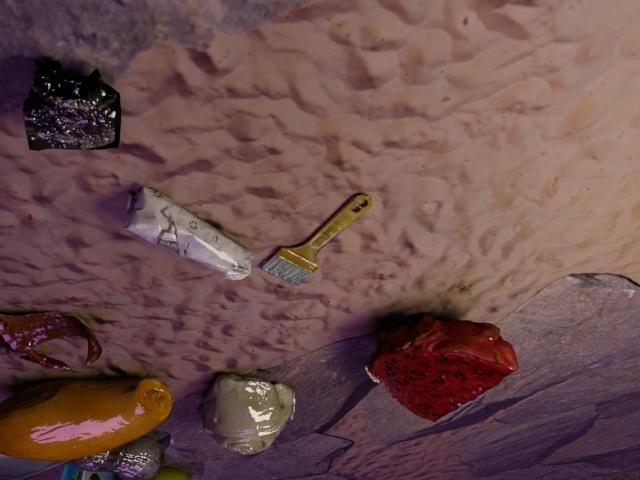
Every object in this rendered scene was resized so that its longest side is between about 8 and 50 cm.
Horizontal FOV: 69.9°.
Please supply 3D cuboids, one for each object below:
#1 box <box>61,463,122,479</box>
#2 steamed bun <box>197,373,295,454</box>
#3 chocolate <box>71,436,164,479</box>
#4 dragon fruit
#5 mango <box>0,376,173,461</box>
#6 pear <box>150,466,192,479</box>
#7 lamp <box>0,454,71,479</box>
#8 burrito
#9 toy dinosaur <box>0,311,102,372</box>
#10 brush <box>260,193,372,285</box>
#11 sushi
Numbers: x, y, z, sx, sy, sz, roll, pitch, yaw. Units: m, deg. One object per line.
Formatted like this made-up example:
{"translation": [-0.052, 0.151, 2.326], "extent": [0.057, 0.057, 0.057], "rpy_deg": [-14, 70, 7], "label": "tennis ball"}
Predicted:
{"translation": [-0.654, 0.726, 1.301], "extent": [0.073, 0.139, 0.194], "rpy_deg": [-13, 138, 4], "label": "box"}
{"translation": [-0.160, 0.400, 1.018], "extent": [0.211, 0.144, 0.218], "rpy_deg": [18, 132, -27], "label": "steamed bun"}
{"translation": [-0.502, 0.533, 1.144], "extent": [0.110, 0.110, 0.248], "rpy_deg": [-35, 132, 26], "label": "chocolate"}
{"translation": [0.208, 0.206, 0.881], "extent": [0.205, 0.152, 0.317], "rpy_deg": [22, 142, -2], "label": "dragon fruit"}
{"translation": [-0.480, 0.357, 0.924], "extent": [0.359, 0.144, 0.187], "rpy_deg": [-4, 141, -9], "label": "mango"}
{"translation": [-0.472, 0.756, 1.345], "extent": [0.187, 0.187, 0.220], "rpy_deg": [-25, 114, 18], "label": "pear"}
{"translation": [-0.779, 0.528, 1.134], "extent": [0.269, 0.047, 0.266], "rpy_deg": [-25, 135, 18], "label": "lamp"}
{"translation": [-0.177, -0.001, 0.640], "extent": [0.064, 0.064, 0.203], "rpy_deg": [-34, 131, 26], "label": "burrito"}
{"translation": [-0.530, 0.191, 0.758], "extent": [0.327, 0.113, 0.207], "rpy_deg": [8, 135, -15], "label": "toy dinosaur"}
{"translation": [0.000, 0.000, 0.704], "extent": [0.082, 0.010, 0.218], "rpy_deg": [27, 127, -33], "label": "brush"}
{"translation": [-0.257, -0.137, 0.480], "extent": [0.083, 0.056, 0.085], "rpy_deg": [8, 136, -17], "label": "sushi"}
